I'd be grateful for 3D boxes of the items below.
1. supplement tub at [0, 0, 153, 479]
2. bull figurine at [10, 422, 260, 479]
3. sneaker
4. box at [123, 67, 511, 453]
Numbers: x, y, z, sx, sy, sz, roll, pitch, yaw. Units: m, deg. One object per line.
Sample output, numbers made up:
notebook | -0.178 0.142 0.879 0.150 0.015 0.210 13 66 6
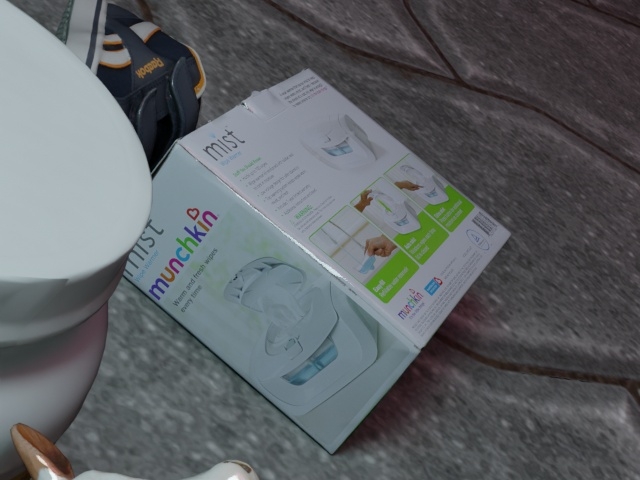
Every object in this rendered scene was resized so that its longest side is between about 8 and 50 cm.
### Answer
supplement tub | -0.226 0.055 0.578 0.228 0.316 0.228 29 28 -17
bull figurine | -0.086 0.198 0.551 0.188 0.310 0.101 13 22 -47
sneaker | -0.154 -0.092 1.094 0.127 0.126 0.321 23 29 -14
box | 0.000 0.000 1.133 0.231 0.127 0.262 39 28 4
